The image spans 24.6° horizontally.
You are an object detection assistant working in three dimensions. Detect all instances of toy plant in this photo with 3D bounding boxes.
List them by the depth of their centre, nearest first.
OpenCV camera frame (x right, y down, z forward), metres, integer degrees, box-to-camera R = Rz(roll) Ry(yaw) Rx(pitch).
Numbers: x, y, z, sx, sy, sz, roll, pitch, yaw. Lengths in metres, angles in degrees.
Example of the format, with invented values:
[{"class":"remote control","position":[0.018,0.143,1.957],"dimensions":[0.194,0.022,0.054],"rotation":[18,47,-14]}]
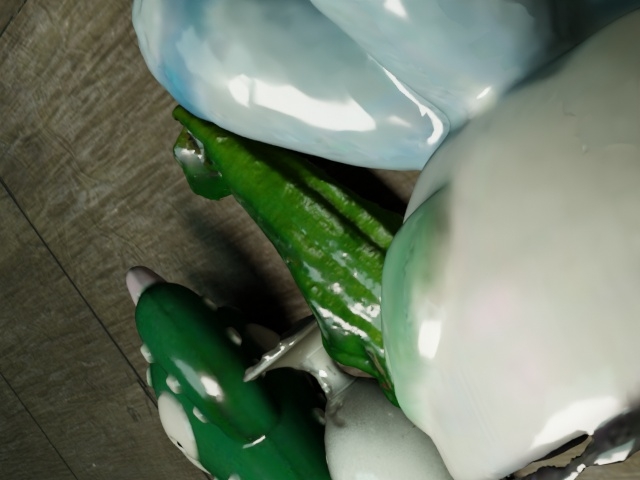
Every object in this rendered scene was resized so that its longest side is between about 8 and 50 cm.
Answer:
[{"class":"toy plant","position":[0.063,-0.089,0.541],"dimensions":[0.332,0.247,0.247],"rotation":[57,155,8]},{"class":"toy plant","position":[-0.057,0.126,1.093],"dimensions":[0.243,0.112,0.232],"rotation":[50,172,12]}]

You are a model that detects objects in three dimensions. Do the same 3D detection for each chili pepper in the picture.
[{"class":"chili pepper","position":[0.000,0.001,0.897],"dimensions":[0.253,0.083,0.099],"rotation":[45,163,26]}]

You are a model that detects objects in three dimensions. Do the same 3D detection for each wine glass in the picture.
[{"class":"wine glass","position":[0.049,0.142,0.966],"dimensions":[0.222,0.103,0.103],"rotation":[52,155,2]}]
